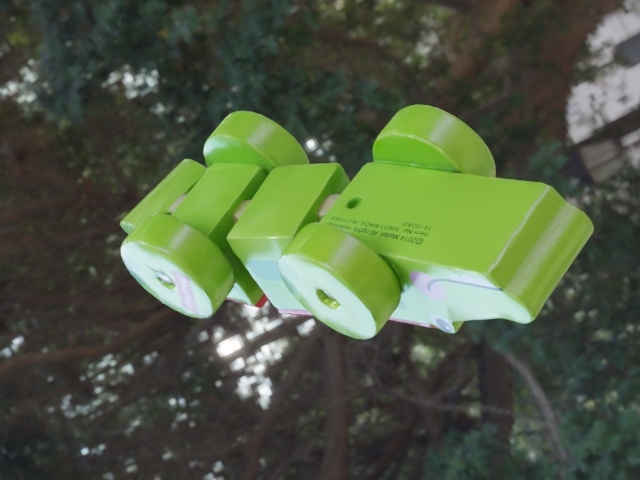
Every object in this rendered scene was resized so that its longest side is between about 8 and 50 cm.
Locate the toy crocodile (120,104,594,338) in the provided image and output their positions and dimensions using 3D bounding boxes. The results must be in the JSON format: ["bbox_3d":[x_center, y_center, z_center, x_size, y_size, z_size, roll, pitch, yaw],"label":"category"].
[{"bbox_3d":[0.000,0.000,0.733,0.115,0.340,0.105,-55,-52,-28],"label":"toy crocodile"}]
